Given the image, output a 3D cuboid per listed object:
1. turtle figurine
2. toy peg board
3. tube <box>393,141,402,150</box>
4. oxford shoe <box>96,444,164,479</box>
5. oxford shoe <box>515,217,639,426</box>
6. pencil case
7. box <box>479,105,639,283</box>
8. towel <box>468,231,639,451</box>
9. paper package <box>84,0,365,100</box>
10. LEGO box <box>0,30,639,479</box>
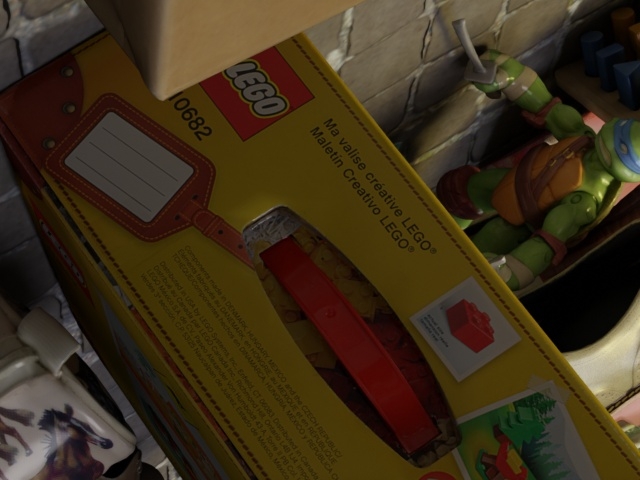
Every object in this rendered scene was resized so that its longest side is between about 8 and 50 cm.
[{"bbox_3d":[0.123,-0.046,1.507,0.275,0.197,0.266,-16,166,-41],"label":"turtle figurine"},{"bbox_3d":[0.304,-0.168,1.600,0.161,0.161,0.079,-24,124,-12],"label":"toy peg board"},{"bbox_3d":[0.000,0.000,1.579,0.080,0.052,0.207,-28,153,-52],"label":"tube"},{"bbox_3d":[-0.187,0.210,1.659,0.096,0.083,0.227,-46,160,8],"label":"oxford shoe"},{"bbox_3d":[0.137,0.128,1.461,0.397,0.140,0.146,-42,132,-5],"label":"oxford shoe"},{"bbox_3d":[-0.322,0.193,1.277,0.410,0.160,0.183,-37,175,-2],"label":"pencil case"},{"bbox_3d":[0.323,-0.088,1.723,0.300,0.142,0.154,-31,-178,-21],"label":"box"},{"bbox_3d":[0.222,0.107,1.737,0.320,0.374,0.090,-20,128,-37],"label":"towel"},{"bbox_3d":[0.018,-0.265,0.856,0.325,0.168,0.309,-28,156,-23],"label":"paper package"},{"bbox_3d":[0.019,0.125,1.216,0.193,0.500,0.372,-33,160,-12],"label":"LEGO box"}]
